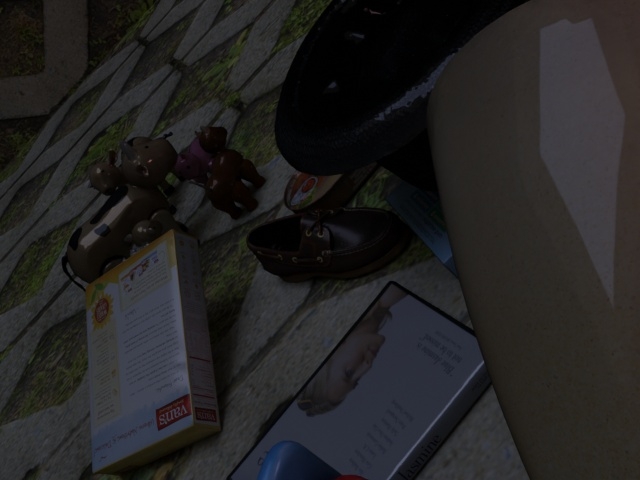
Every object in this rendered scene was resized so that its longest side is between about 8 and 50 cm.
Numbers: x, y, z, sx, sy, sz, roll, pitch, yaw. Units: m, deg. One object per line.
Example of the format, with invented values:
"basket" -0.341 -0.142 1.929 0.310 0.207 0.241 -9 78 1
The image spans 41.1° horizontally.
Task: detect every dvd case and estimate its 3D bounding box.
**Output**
"dvd case" 0.030 0.161 0.749 0.253 0.022 0.180 -50 29 -4

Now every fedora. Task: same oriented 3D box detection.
"fedora" 0.109 -0.164 0.815 0.334 0.152 0.334 -33 33 25

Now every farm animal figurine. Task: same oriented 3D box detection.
"farm animal figurine" -0.261 -0.061 1.251 0.330 0.172 0.327 3 57 54

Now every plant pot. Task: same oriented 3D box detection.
"plant pot" 0.191 0.034 0.497 0.256 0.256 0.274 -22 52 38

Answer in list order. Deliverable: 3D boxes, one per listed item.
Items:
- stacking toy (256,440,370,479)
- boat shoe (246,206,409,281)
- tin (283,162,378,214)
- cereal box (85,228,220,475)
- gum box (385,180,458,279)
"stacking toy" 0.099 0.224 0.483 0.301 0.175 0.166 -4 55 33
"boat shoe" 0.000 0.000 0.934 0.207 0.073 0.073 -15 41 42
"tin" 0.031 -0.102 1.053 0.190 0.040 0.106 -49 25 -2
"cereal box" -0.200 0.130 0.985 0.173 0.047 0.240 -29 57 31
"gum box" 0.165 -0.063 0.821 0.184 0.041 0.157 -45 29 6
